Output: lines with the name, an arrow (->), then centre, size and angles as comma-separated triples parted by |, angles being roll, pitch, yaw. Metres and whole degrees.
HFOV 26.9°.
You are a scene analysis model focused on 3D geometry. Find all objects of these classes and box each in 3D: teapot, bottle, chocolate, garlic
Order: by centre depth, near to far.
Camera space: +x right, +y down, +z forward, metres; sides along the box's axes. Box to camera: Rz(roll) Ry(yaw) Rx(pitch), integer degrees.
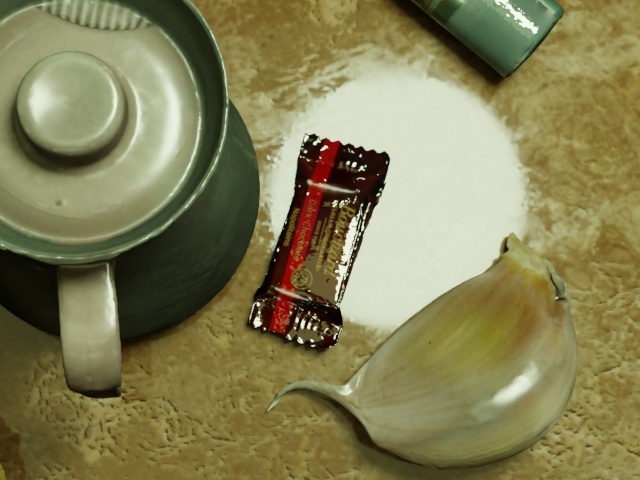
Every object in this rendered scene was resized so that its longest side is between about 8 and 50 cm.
teapot -> -0.167, -0.037, 0.972 | 0.253, 0.344, 0.300 | -5, 82, -4
garlic -> 0.103, 0.126, 1.103 | 0.266, 0.148, 0.129 | -26, 121, -12
chocolate -> 0.000, 0.000, 1.141 | 0.086, 0.028, 0.183 | 14, 80, 5
bottle -> 0.079, -0.260, 1.157 | 0.286, 0.082, 0.082 | 41, 81, 1

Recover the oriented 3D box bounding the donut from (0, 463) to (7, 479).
donut -> -0.290, 0.280, 1.038 | 0.152, 0.101, 0.259 | -19, 85, -7
